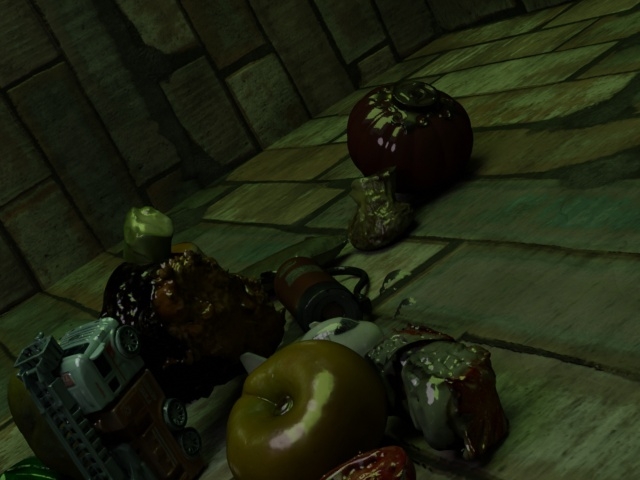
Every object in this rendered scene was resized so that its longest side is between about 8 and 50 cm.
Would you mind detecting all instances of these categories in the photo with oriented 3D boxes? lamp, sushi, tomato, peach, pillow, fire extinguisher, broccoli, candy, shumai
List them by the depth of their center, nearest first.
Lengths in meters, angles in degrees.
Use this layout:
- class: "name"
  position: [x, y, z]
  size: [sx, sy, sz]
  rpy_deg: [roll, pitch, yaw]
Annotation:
- class: "tomato"
  position: [0.049, 0.332, 1.186]
  size: [0.174, 0.082, 0.166]
  rpy_deg: [-32, 13, 5]
- class: "sushi"
  position: [0.151, 0.198, 1.359]
  size: [0.129, 0.124, 0.332]
  rpy_deg: [-22, 12, -18]
- class: "peach"
  position: [-0.026, 0.253, 1.377]
  size: [0.251, 0.153, 0.251]
  rpy_deg: [-34, 27, 20]
- class: "sushi"
  position: [-0.211, 0.157, 1.706]
  size: [0.207, 0.235, 0.348]
  rpy_deg: [-16, -23, 32]
- class: "candy"
  position: [-0.551, 0.451, 1.858]
  size: [0.203, 0.078, 0.141]
  rpy_deg: [-23, 16, 1]
- class: "broccoli"
  position: [-0.293, 0.109, 1.951]
  size: [0.274, 0.397, 0.353]
  rpy_deg: [-4, 12, -2]
- class: "fire extinguisher"
  position: [0.008, 0.110, 1.960]
  size: [0.200, 0.113, 0.376]
  rpy_deg: [12, 8, -17]
- class: "shumai"
  position: [0.122, -0.074, 2.213]
  size: [0.161, 0.153, 0.209]
  rpy_deg: [-18, 14, 10]
- class: "pillow"
  position: [-0.089, 0.062, 2.241]
  size: [0.302, 0.075, 0.185]
  rpy_deg: [-22, 3, 35]
- class: "lamp"
  position: [0.211, -0.245, 2.362]
  size: [0.303, 0.257, 0.303]
  rpy_deg: [4, 43, -3]

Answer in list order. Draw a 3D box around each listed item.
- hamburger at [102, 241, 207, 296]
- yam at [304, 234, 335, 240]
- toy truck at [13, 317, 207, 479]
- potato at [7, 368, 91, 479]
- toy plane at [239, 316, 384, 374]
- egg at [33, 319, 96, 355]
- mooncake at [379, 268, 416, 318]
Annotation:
- class: "hamburger"
  position: [-0.379, 0.130, 2.389]
  size: [0.301, 0.170, 0.302]
  rpy_deg: [-22, 17, 7]
- class: "yam"
  position: [0.000, 0.000, 2.394]
  size: [0.129, 0.027, 0.033]
  rpy_deg: [8, 79, 62]
- class: "toy truck"
  position: [-0.330, 0.273, 1.543]
  size: [0.132, 0.338, 0.184]
  rpy_deg: [-20, 18, 28]
- class: "potato"
  position: [-0.461, 0.319, 1.786]
  size: [0.169, 0.248, 0.143]
  rpy_deg: [-53, -16, 24]
- class: "toy plane"
  position: [-0.009, 0.196, 1.649]
  size: [0.244, 0.118, 0.245]
  rpy_deg: [-27, 14, 8]
- class: "egg"
  position: [-0.555, 0.274, 2.233]
  size: [0.169, 0.169, 0.236]
  rpy_deg: [-14, 22, 43]
- class: "mooncake"
  position: [0.051, 0.203, 1.512]
  size: [0.150, 0.057, 0.347]
  rpy_deg: [-8, 48, 34]
